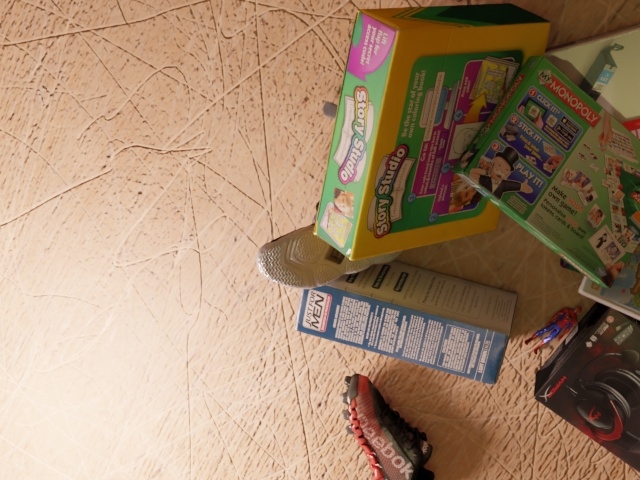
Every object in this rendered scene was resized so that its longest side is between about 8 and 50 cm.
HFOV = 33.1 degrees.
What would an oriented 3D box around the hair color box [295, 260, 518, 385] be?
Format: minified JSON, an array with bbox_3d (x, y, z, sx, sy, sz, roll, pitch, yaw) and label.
[{"bbox_3d":[0.149,0.121,1.832,0.347,0.174,0.105,15,113,9],"label":"hair color box"}]

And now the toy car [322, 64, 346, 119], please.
[{"bbox_3d":[0.091,-0.208,1.779,0.188,0.149,0.155,36,102,28],"label":"toy car"}]

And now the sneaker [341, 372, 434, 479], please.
[{"bbox_3d":[0.129,0.357,1.961,0.135,0.097,0.276,-15,106,19],"label":"sneaker"}]

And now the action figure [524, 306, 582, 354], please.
[{"bbox_3d":[0.405,0.151,1.857,0.038,0.030,0.115,46,111,1],"label":"action figure"}]

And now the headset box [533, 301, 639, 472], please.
[{"bbox_3d":[0.541,0.251,1.809,0.293,0.110,0.218,36,113,1],"label":"headset box"}]

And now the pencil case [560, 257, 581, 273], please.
[{"bbox_3d":[0.476,0.032,1.775,0.152,0.070,0.064,15,142,6],"label":"pencil case"}]

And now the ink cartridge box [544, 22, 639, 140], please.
[{"bbox_3d":[0.492,-0.202,1.691,0.296,0.066,0.261,-13,104,19],"label":"ink cartridge box"}]

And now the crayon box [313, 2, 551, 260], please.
[{"bbox_3d":[0.168,-0.169,1.639,0.106,0.313,0.362,39,128,43],"label":"crayon box"}]

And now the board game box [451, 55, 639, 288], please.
[{"bbox_3d":[0.381,-0.101,1.641,0.317,0.046,0.213,36,86,-19],"label":"board game box"}]

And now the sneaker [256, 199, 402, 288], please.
[{"bbox_3d":[0.000,0.000,1.793,0.269,0.153,0.101,-13,112,-23],"label":"sneaker"}]

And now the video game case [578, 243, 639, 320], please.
[{"bbox_3d":[0.546,0.039,1.724,0.212,0.023,0.193,24,81,3],"label":"video game case"}]
